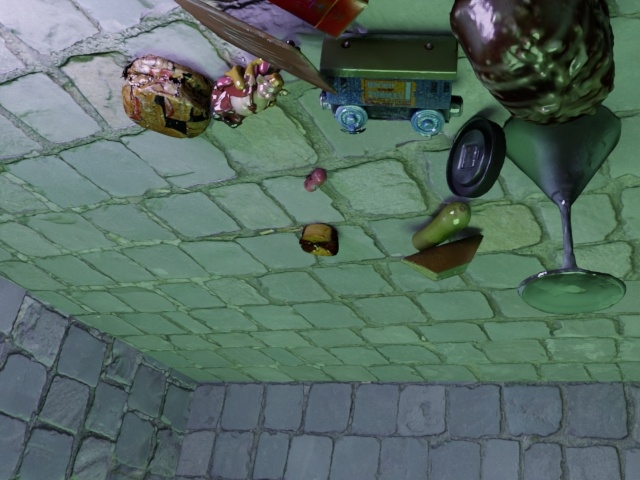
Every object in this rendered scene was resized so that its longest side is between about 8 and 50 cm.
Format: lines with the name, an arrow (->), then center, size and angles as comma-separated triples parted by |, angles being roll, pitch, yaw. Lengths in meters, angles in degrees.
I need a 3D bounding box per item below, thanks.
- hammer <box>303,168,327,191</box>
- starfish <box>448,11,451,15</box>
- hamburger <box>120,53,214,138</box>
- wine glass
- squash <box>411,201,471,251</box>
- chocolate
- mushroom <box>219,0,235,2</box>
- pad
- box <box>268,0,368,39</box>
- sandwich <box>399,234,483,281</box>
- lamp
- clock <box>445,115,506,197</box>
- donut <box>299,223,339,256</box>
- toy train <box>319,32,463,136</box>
hammer -> -0.014, -0.160, 1.751 | 0.043, 0.043, 0.083 | 21, 148, -22
starfish -> 0.332, -0.431, 1.129 | 0.217, 0.050, 0.223 | -12, 158, 24
hamburger -> -0.353, -0.320, 1.490 | 0.231, 0.106, 0.231 | 5, 159, 2
wine glass -> 0.525, -0.065, 1.387 | 0.267, 0.405, 0.267 | 5, 151, 3
squash -> 0.345, -0.040, 1.837 | 0.083, 0.083, 0.250 | 16, 155, -13
chocolate -> 0.370, -0.319, 1.090 | 0.225, 0.210, 0.340 | -27, 147, 34
mushroom -> -0.178, -0.499, 1.016 | 0.236, 0.173, 0.162 | 23, 144, -16
pad -> -0.114, -0.352, 1.167 | 0.287, 0.018, 0.284 | 31, -174, 14
box -> -0.012, -0.453, 1.189 | 0.175, 0.048, 0.112 | 22, 150, -23
sandwich -> 0.365, 0.054, 1.886 | 0.258, 0.096, 0.094 | -17, 163, -5
lamp -> -0.135, -0.329, 1.394 | 0.253, 0.118, 0.118 | -17, 143, 40
clock -> 0.346, -0.183, 1.451 | 0.040, 0.184, 0.184 | 11, 153, -20
donut -> 0.000, 0.000, 2.030 | 0.141, 0.059, 0.140 | 7, 153, 4
toy train -> 0.142, -0.321, 1.322 | 0.300, 0.131, 0.202 | 3, 145, 9
